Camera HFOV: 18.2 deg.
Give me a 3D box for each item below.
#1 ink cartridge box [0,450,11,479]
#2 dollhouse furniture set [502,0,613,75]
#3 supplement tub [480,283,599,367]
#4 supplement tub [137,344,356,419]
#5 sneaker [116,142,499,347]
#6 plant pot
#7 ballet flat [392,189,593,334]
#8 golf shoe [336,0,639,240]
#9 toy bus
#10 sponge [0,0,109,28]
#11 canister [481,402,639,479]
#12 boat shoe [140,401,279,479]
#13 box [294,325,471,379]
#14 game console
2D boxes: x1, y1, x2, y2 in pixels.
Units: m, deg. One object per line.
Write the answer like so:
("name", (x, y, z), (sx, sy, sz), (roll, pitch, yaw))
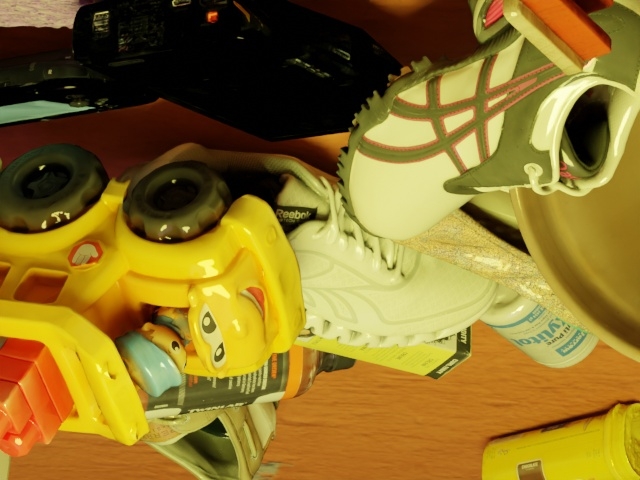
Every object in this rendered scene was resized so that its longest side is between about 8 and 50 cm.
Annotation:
("ink cartridge box", (-0.473, 0.177, 1.888), (0.165, 0.065, 0.333), (-20, 147, 40))
("dollhouse furniture set", (0.218, -0.182, 0.961), (0.259, 0.135, 0.262), (-14, 149, 33))
("supplement tub", (0.163, 0.048, 1.521), (0.071, 0.071, 0.107), (-14, 149, 32))
("supplement tub", (-0.072, 0.079, 1.550), (0.198, 0.106, 0.106), (-6, 158, -19))
("sneaker", (0.000, 0.000, 1.397), (0.292, 0.110, 0.118), (12, 155, -18))
("plant pot", (0.238, -0.045, 1.212), (0.110, 0.237, 0.237), (-24, 176, -41))
("ballet flat", (0.168, -0.007, 1.376), (0.316, 0.107, 0.106), (17, 144, -28))
("golf shoe", (0.103, -0.063, 1.163), (0.105, 0.120, 0.273), (-6, 151, -37))
("toy bus", (-0.147, 0.059, 1.271), (0.220, 0.211, 0.149), (7, 135, 24))
("sponge", (-0.148, -0.158, 1.114), (0.117, 0.031, 0.210), (1, 170, -17))
("canister", (0.250, 0.211, 1.843), (0.170, 0.073, 0.126), (-19, 146, 42))
("boat shoe", (-0.127, 0.120, 1.672), (0.113, 0.103, 0.302), (-12, 150, 30))
("box", (0.001, 0.034, 1.501), (0.232, 0.087, 0.058), (16, 150, -20))
("game console", (-0.128, -0.094, 1.259), (0.361, 0.044, 0.213), (-5, 167, 31))
